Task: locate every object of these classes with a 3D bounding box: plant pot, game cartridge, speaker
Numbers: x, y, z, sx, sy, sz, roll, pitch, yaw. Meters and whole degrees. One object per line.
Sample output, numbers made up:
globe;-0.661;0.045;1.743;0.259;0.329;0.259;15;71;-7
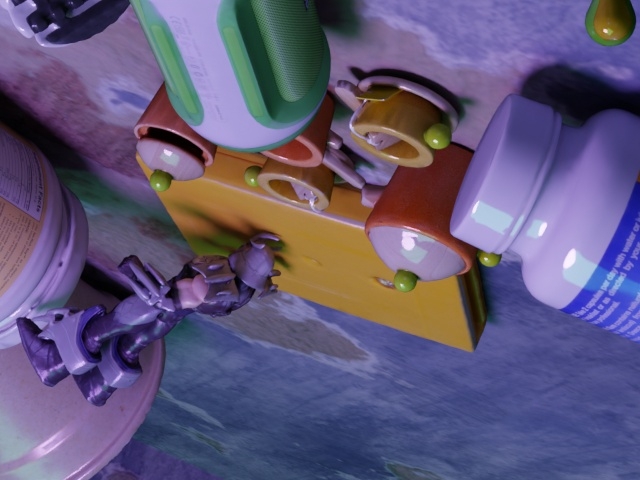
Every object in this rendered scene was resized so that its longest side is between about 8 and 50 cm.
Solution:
plant pot;-0.418;0.122;2.108;0.334;0.333;0.305;4;144;43
game cartridge;0.000;0.000;1.659;0.324;0.052;0.285;19;162;16
speaker;-0.066;-0.167;1.114;0.131;0.131;0.296;17;162;13

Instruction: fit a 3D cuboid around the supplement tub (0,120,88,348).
supplement tub;-0.411;-0.041;1.677;0.241;0.241;0.331;9;161;35

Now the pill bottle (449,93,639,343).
pill bottle;0.238;-0.003;1.199;0.272;0.152;0.152;23;162;-4

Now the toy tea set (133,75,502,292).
toy tea set;-0.011;-0.046;1.404;0.336;0.124;0.200;6;157;39

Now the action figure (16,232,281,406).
action figure;-0.157;0.062;1.657;0.285;0.099;0.185;-29;159;22

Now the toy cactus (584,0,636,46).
toy cactus;0.183;-0.184;0.872;0.180;0.112;0.219;43;162;-4

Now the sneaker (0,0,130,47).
sneaker;-0.216;-0.256;1.078;0.118;0.110;0.292;59;173;38
